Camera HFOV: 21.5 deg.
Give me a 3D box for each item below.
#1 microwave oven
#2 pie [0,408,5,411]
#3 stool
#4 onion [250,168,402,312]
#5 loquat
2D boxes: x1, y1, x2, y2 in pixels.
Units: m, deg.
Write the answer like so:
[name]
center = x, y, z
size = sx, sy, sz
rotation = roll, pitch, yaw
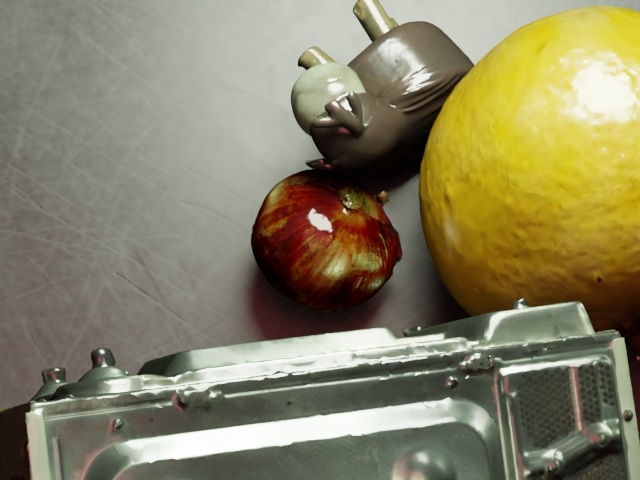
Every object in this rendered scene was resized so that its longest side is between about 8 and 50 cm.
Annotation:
[microwave oven]
center = -0.019, 0.186, 1.162
size = 0.394, 0.333, 0.247
rotation = -6, 82, -18
[pie]
center = -0.270, 0.248, 1.288
size = 0.273, 0.069, 0.273
rotation = 0, 80, -1
[stool]
center = 0.039, -0.117, 1.343
size = 0.121, 0.125, 0.217
rotation = 49, 37, 18
[onion]
center = 0.000, 0.000, 1.337
size = 0.119, 0.118, 0.117
rotation = -36, 63, -11
[loquat]
center = 0.206, -0.031, 1.281
size = 0.275, 0.275, 0.274
rotation = 1, 76, -3
